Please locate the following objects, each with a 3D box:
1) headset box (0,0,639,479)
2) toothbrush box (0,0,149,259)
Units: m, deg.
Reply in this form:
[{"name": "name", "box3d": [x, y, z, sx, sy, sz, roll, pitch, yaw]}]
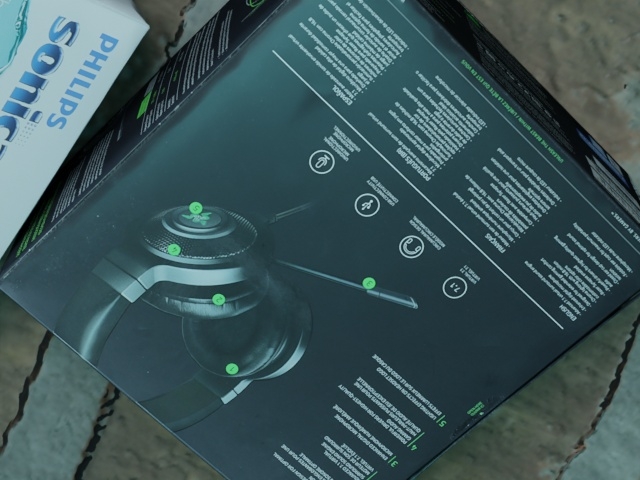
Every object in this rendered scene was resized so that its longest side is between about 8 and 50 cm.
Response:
[{"name": "headset box", "box3d": [0.000, 0.000, 0.812, 0.246, 0.131, 0.283, 42, 107, -17]}, {"name": "toothbrush box", "box3d": [-0.269, -0.099, 0.710, 0.296, 0.126, 0.216, 20, 115, -37]}]
